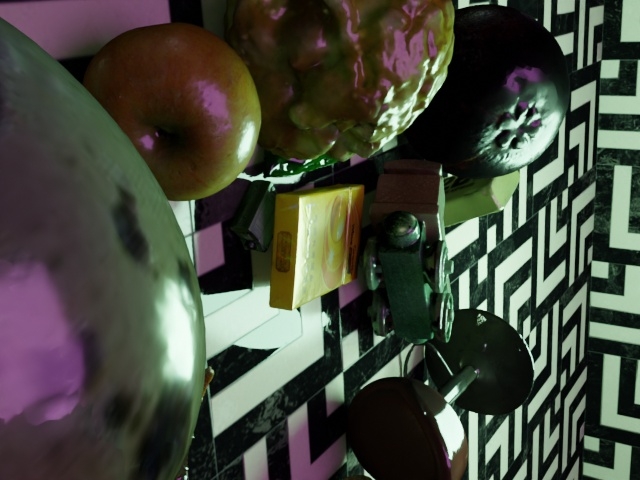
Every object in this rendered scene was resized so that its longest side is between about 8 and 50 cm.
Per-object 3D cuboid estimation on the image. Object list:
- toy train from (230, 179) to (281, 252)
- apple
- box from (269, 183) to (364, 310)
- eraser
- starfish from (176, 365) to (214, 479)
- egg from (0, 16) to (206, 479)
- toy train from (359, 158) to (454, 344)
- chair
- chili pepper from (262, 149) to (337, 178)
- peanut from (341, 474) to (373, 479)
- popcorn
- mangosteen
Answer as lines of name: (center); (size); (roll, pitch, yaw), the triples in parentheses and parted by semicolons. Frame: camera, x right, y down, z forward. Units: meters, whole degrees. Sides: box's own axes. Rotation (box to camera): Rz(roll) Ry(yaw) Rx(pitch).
toy train: (-0.079, -0.033, 1.082); (0.056, 0.038, 0.093); (52, 53, -47)
apple: (-0.145, -0.130, 0.832); (0.155, 0.182, 0.183); (-90, 168, -57)
box: (0.000, 0.000, 1.176); (0.269, 0.043, 0.153); (-17, 113, -69)
eraser: (0.267, -0.084, 1.516); (0.058, 0.172, 0.117); (55, 46, -18)
starfish: (-0.176, 0.221, 0.922); (0.216, 0.071, 0.238); (-5, 78, -65)
egg: (-0.256, 0.039, 0.509); (0.345, 0.345, 0.428); (-51, 124, -41)
toy train: (0.154, 0.031, 1.386); (0.304, 0.150, 0.222); (76, 21, -48)
chair: (0.202, 0.287, 1.439); (0.401, 0.226, 0.227); (-28, 120, -54)
chili pepper: (-0.012, -0.143, 1.151); (0.224, 0.061, 0.098); (-36, 127, -52)
peanut: (0.021, 0.443, 1.292); (0.263, 0.101, 0.117); (-5, 120, -59)
popcorn: (0.026, -0.236, 0.979); (0.247, 0.282, 0.282); (-62, 146, -56)
mangosteen: (0.257, -0.258, 1.388); (0.300, 0.300, 0.301); (-19, 113, -56)
